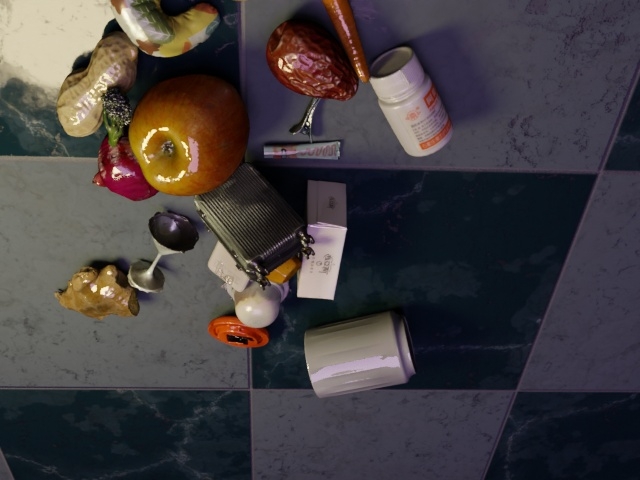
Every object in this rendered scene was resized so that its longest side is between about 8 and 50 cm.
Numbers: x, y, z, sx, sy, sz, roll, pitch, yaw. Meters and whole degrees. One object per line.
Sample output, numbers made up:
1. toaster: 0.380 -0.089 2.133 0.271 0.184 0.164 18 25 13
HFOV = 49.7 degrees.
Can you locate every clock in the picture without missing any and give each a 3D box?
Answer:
1. clock: -0.268 0.305 2.260 0.205 0.051 0.205 8 151 4

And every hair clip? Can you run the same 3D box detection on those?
1. hair clip: -0.002 -0.351 1.753 0.070 0.039 0.230 21 126 -18

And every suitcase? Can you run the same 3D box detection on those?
1. suitcase: -0.172 -0.045 1.778 0.202 0.312 0.128 -34 157 -16

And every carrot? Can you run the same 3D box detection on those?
1. carrot: 0.058 -0.495 1.596 0.062 0.066 0.271 -37 119 -20
2. carrot: -0.187 -0.004 1.891 0.301 0.114 0.114 39 127 13

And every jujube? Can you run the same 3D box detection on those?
1. jujube: -0.015 -0.414 1.624 0.236 0.168 0.168 28 125 -30

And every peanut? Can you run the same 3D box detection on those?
1. peanut: -0.535 -0.377 1.657 0.136 0.120 0.298 45 115 -7

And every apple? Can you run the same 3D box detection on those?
1. apple: -0.318 -0.245 1.677 0.301 0.302 0.302 -1 131 -1

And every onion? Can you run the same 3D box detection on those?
1. onion: -0.526 -0.181 1.824 0.218 0.140 0.195 -20 135 19

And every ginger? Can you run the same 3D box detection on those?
1. ginger: -0.699 0.165 2.111 0.269 0.123 0.219 -7 133 4

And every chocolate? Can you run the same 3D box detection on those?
1. chocolate: -0.202 0.190 2.142 0.221 0.147 0.221 1 131 2

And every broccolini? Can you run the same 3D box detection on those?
1. broccolini: -0.488 -0.293 1.651 0.091 0.068 0.202 37 157 -5

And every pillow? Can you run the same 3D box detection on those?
1. pillow: -0.355 -0.529 1.555 0.214 0.086 0.233 -28 126 -4

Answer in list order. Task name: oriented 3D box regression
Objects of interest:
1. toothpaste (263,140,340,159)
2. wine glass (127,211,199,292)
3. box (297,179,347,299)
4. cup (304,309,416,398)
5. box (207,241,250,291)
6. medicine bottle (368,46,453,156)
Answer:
1. toothpaste: -0.049 -0.240 1.851 0.205 0.036 0.056 -2 129 -6
2. wine glass: -0.468 0.042 2.008 0.156 0.156 0.232 23 129 -20
3. box: 0.003 0.000 1.946 0.116 0.203 0.274 5 130 -5
4. cup: 0.144 0.383 2.288 0.326 0.237 0.323 -14 159 9
5. box: -0.232 0.017 2.019 0.142 0.044 0.285 38 125 10
6. medicine bottle: 0.221 -0.340 1.705 0.144 0.145 0.252 -26 127 19
